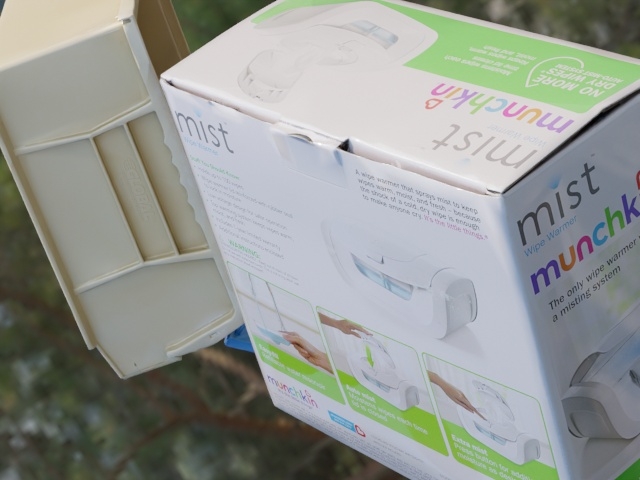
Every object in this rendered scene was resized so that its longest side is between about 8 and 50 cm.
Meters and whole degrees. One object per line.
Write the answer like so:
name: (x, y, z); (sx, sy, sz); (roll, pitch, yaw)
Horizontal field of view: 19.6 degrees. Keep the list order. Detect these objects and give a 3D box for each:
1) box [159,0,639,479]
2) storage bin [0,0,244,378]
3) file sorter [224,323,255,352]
box: (0.063, 0.010, 0.957); (0.262, 0.127, 0.231); (22, 138, 48)
storage bin: (-0.148, -0.070, 1.410); (0.262, 0.123, 0.260); (-101, -9, -67)
file sorter: (0.000, 0.000, 1.442); (0.104, 0.118, 0.170); (126, 152, -43)
